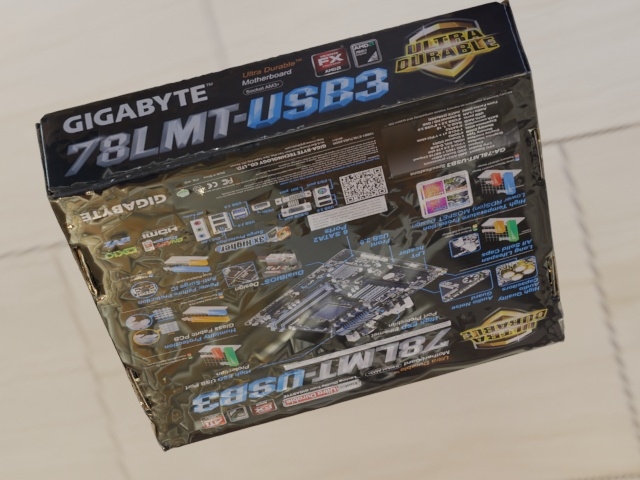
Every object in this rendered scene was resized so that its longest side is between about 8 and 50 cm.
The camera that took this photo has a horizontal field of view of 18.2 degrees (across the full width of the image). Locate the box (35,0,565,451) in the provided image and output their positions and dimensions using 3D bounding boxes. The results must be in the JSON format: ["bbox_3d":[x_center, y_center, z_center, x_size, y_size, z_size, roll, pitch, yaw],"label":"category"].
[{"bbox_3d":[0.000,0.000,1.275,0.295,0.293,0.073,-15,54,2],"label":"box"}]
